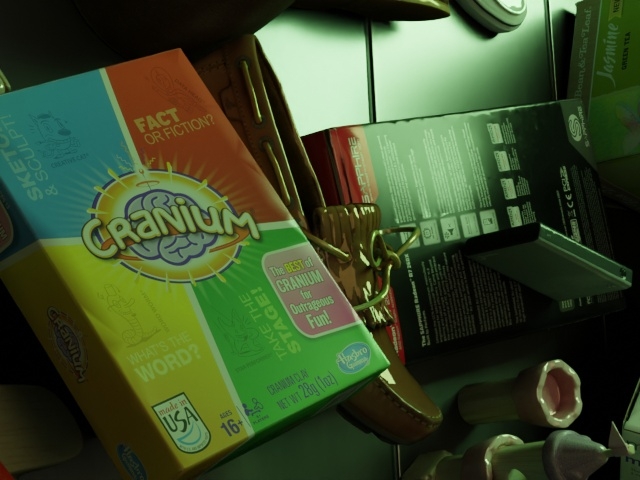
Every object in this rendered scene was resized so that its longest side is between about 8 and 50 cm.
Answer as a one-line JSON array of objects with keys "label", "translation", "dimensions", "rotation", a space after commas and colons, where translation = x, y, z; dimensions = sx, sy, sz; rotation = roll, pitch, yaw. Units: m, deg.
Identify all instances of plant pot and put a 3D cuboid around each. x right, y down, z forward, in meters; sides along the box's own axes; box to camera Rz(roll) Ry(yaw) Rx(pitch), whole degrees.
[{"label": "plant pot", "translation": [-0.074, -0.275, 1.496], "dimensions": [0.215, 0.230, 0.215], "rotation": [11, 74, -40]}]

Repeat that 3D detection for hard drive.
[{"label": "hard drive", "translation": [0.215, 0.021, 1.655], "dimensions": [0.135, 0.094, 0.022], "rotation": [25, 64, -36]}]

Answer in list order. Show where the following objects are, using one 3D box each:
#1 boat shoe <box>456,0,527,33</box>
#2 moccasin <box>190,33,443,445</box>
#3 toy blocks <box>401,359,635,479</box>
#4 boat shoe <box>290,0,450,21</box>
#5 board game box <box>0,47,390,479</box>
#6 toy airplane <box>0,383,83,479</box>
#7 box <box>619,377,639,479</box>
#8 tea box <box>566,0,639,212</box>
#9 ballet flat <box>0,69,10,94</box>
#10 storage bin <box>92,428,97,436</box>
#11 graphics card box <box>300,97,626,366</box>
[{"label": "boat shoe", "translation": [0.160, -0.316, 1.819], "dimensions": [0.226, 0.076, 0.083], "rotation": [53, 52, -20]}, {"label": "moccasin", "translation": [0.001, 0.000, 1.506], "dimensions": [0.380, 0.147, 0.139], "rotation": [61, 9, 10]}, {"label": "toy blocks", "translation": [0.228, 0.303, 1.618], "dimensions": [0.309, 0.260, 0.288], "rotation": [-46, 112, -38]}, {"label": "boat shoe", "translation": [0.046, -0.257, 1.706], "dimensions": [0.207, 0.073, 0.073], "rotation": [5, 79, -41]}, {"label": "board game box", "translation": [-0.122, 0.016, 1.338], "dimensions": [0.242, 0.064, 0.316], "rotation": [-23, 75, -47]}, {"label": "toy airplane", "translation": [-0.326, 0.166, 1.186], "dimensions": [0.386, 0.272, 0.384], "rotation": [31, 23, -24]}, {"label": "box", "translation": [0.406, 0.172, 1.831], "dimensions": [0.231, 0.127, 0.262], "rotation": [82, 32, -50]}, {"label": "tea box", "translation": [0.490, -0.143, 1.908], "dimensions": [0.329, 0.323, 0.220], "rotation": [23, 67, -37]}, {"label": "ballet flat", "translation": [-0.266, -0.096, 1.393], "dimensions": [0.072, 0.068, 0.213], "rotation": [-16, 91, -43]}, {"label": "storage bin", "translation": [-0.141, 0.114, 1.422], "dimensions": [0.098, 0.135, 0.091], "rotation": [-28, 111, -38]}, {"label": "graphics card box", "translation": [0.137, -0.010, 1.719], "dimensions": [0.371, 0.094, 0.232], "rotation": [-11, 88, -42]}]
